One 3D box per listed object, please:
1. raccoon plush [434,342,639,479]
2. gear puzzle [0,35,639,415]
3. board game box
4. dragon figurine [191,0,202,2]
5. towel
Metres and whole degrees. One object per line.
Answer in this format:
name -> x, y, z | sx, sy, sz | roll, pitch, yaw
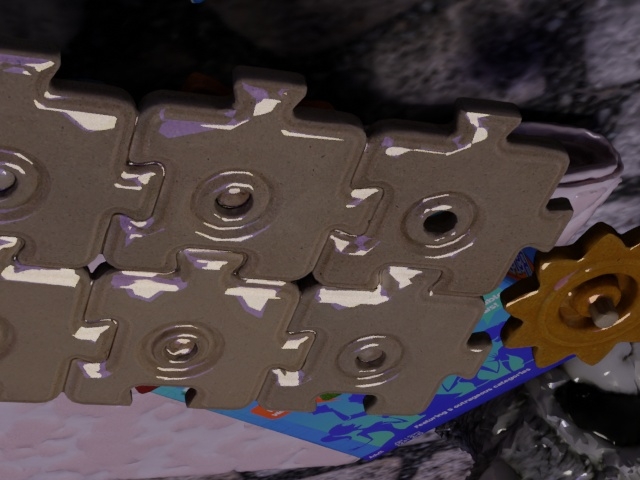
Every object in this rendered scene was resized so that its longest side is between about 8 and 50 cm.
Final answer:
raccoon plush -> 0.251, 0.255, 0.903 | 0.299, 0.446, 0.216 | -12, -176, -6
gear puzzle -> 0.000, 0.000, 0.489 | 0.339, 0.044, 0.175 | 5, 134, -20
board game box -> 0.023, 0.040, 0.629 | 0.160, 0.047, 0.210 | -32, 145, 25
dragon figurine -> -0.044, -0.110, 0.268 | 0.144, 0.289, 0.085 | 18, 164, 19
towel -> -0.046, 0.043, 0.699 | 0.317, 0.053, 0.332 | 2, 146, -27
